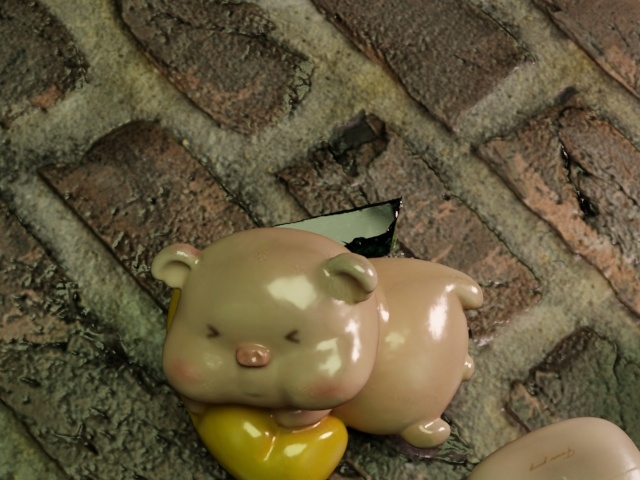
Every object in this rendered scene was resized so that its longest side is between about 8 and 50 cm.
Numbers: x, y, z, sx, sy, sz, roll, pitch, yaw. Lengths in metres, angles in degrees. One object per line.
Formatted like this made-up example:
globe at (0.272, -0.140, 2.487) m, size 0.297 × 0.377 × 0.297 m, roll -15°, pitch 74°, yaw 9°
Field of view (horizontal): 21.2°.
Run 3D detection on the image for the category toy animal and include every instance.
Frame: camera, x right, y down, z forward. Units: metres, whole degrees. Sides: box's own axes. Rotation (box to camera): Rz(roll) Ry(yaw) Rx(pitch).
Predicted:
toy animal at (-0.008, 0.112, 1.753) m, size 0.345 × 0.247 × 0.277 m, roll 8°, pitch 64°, yaw 1°

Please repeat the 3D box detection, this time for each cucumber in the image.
cucumber at (0.000, 0.000, 1.930) m, size 0.220 × 0.046 × 0.070 m, roll -14°, pitch 72°, yaw -10°

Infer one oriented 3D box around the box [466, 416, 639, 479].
box at (0.246, 0.265, 1.773) m, size 0.200 × 0.088 × 0.146 m, roll -22°, pitch 62°, yaw -13°
